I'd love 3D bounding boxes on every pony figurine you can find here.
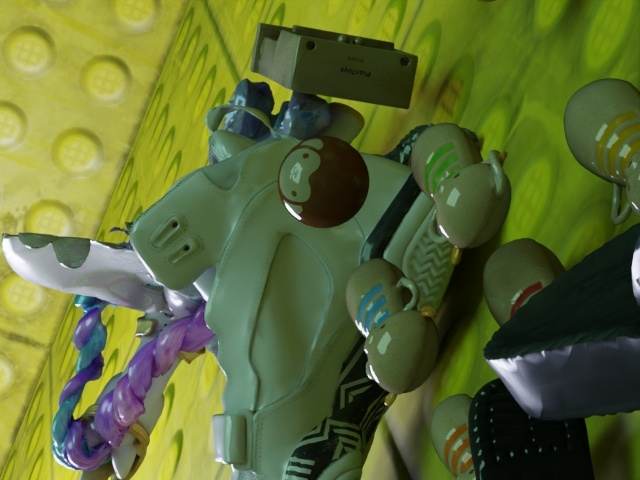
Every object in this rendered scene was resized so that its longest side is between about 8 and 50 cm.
[{"bbox_3d":[-0.098,0.038,1.602,0.363,0.303,0.351,-60,2,-23],"label":"pony figurine"}]

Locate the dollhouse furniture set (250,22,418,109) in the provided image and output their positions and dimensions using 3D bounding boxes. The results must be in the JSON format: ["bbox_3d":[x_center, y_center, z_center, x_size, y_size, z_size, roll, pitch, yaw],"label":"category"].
[{"bbox_3d":[0.028,-0.239,1.526,0.161,0.212,0.242,-140,59,-75],"label":"dollhouse furniture set"}]

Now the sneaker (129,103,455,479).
[{"bbox_3d":[-0.051,0.086,1.321,0.137,0.210,0.366,85,-150,-83],"label":"sneaker"}]

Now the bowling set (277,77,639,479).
[{"bbox_3d":[0.070,0.024,1.083,0.154,0.200,0.287,-113,41,-68],"label":"bowling set"}]

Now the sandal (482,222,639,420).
[{"bbox_3d":[0.180,-0.021,0.709,0.167,0.107,0.446,-38,5,-29],"label":"sandal"}]

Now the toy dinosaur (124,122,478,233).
[{"bbox_3d":[0.000,0.000,1.422,0.064,0.268,0.118,68,-176,-85],"label":"toy dinosaur"}]

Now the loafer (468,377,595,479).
[{"bbox_3d":[0.116,0.173,0.973,0.078,0.080,0.220,76,-166,-48],"label":"loafer"}]
